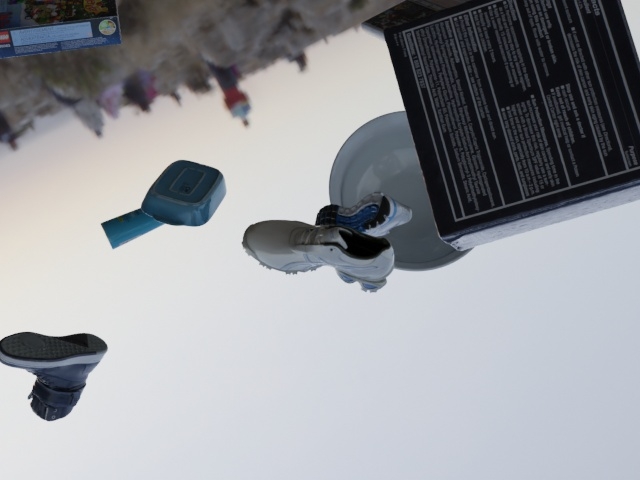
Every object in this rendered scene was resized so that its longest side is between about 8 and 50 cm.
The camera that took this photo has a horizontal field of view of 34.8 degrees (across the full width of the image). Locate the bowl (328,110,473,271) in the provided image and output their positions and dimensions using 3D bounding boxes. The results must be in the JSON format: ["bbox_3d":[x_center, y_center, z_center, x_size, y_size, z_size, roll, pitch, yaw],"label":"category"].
[{"bbox_3d":[0.164,-0.075,1.847,0.298,0.297,0.134,-29,166,-6],"label":"bowl"}]

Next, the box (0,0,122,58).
[{"bbox_3d":[-0.363,-0.336,1.409,0.159,0.044,0.233,-9,-139,-8],"label":"box"}]

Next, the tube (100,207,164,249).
[{"bbox_3d":[-0.290,-0.047,1.835,0.207,0.052,0.080,-25,-151,-15],"label":"tube"}]

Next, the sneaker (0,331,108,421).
[{"bbox_3d":[-0.493,0.244,1.789,0.226,0.086,0.163,10,118,-54],"label":"sneaker"}]

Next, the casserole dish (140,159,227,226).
[{"bbox_3d":[-0.218,-0.082,1.657,0.114,0.037,0.188,15,-149,5],"label":"casserole dish"}]

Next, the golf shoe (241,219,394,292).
[{"bbox_3d":[0.000,0.000,1.151,0.086,0.176,0.069,104,-3,-60],"label":"golf shoe"}]

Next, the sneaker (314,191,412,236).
[{"bbox_3d":[0.068,-0.026,1.627,0.083,0.071,0.191,9,166,-41],"label":"sneaker"}]

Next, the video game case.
[{"bbox_3d":[0.188,-0.356,1.652,0.173,0.022,0.190,-30,-141,-20],"label":"video game case"}]

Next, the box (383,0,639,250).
[{"bbox_3d":[0.273,-0.168,1.343,0.294,0.296,0.183,-16,171,14],"label":"box"}]
